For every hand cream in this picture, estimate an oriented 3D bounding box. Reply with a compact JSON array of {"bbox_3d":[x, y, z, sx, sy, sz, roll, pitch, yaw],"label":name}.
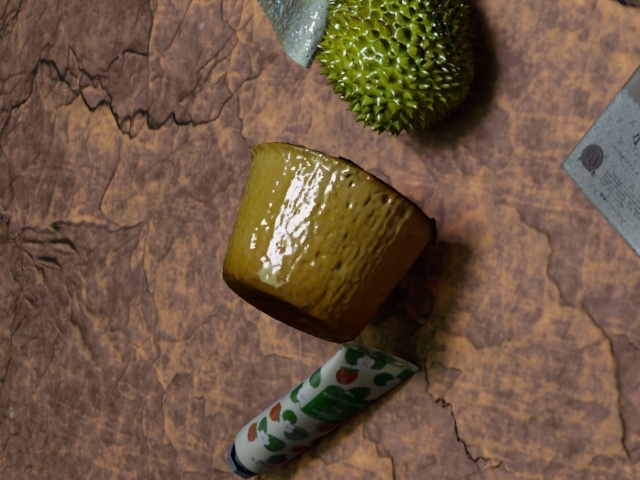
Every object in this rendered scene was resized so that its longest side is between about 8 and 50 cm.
[{"bbox_3d":[-0.010,0.185,1.757,0.276,0.095,0.059,-41,38,41],"label":"hand cream"}]

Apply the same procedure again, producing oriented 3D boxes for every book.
[{"bbox_3d":[0.317,-0.096,1.483,0.199,0.016,0.138,-54,53,28],"label":"book"}]

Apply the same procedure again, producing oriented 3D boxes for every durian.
[{"bbox_3d":[0.074,-0.207,1.646,0.159,0.146,0.198,-34,64,39],"label":"durian"}]

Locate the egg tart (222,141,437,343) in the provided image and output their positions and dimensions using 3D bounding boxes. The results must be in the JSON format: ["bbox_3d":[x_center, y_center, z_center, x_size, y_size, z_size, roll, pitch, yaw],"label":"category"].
[{"bbox_3d":[0.000,0.000,1.641,0.215,0.215,0.171,15,74,45],"label":"egg tart"}]

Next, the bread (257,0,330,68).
[{"bbox_3d":[-0.023,-0.279,1.787,0.112,0.036,0.193,-60,29,22],"label":"bread"}]
